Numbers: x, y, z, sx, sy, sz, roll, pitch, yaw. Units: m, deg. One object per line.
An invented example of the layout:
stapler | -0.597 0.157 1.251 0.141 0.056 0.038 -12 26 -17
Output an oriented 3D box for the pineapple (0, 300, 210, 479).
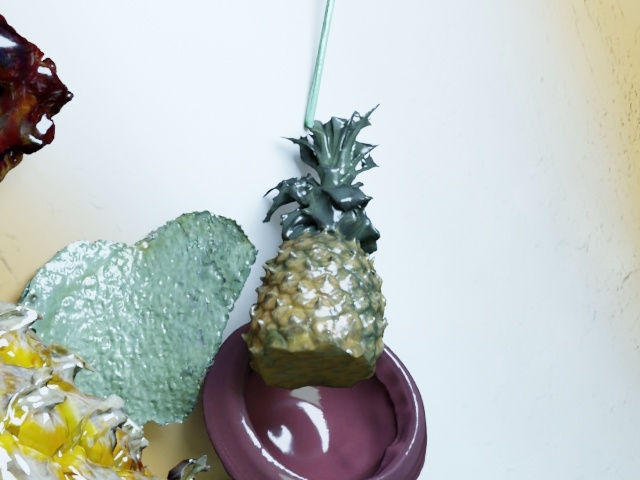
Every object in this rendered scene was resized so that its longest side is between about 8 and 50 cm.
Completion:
pineapple | -0.264 0.181 0.672 0.300 0.352 0.352 48 67 -12

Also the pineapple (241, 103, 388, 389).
pineapple | 0.000 0.000 0.921 0.125 0.125 0.251 27 51 -29

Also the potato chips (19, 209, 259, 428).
potato chips | -0.149 0.072 0.883 0.228 0.059 0.167 -23 91 -14

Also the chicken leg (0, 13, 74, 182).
chicken leg | -0.363 -0.128 0.737 0.407 0.096 0.158 3 108 -30

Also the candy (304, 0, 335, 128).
candy | 0.006 -0.199 0.994 0.061 0.061 0.202 8 94 -32

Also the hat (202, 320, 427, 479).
hat | -0.007 0.151 0.946 0.205 0.089 0.205 13 52 -17
